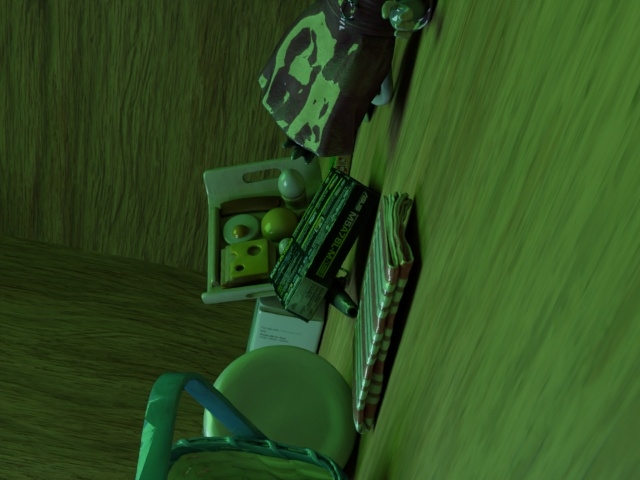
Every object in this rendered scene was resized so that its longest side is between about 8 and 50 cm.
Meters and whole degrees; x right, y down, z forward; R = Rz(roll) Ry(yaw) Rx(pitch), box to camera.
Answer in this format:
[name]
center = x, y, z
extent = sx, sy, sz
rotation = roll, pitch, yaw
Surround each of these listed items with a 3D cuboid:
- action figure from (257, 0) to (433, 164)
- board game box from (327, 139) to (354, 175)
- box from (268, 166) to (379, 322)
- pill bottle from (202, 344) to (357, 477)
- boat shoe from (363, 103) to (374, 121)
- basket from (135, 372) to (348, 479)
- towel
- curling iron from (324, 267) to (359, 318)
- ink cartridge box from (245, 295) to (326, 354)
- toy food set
[action figure]
center = 0.064, -0.270, 1.152
extent = 0.275, 0.248, 0.370
rotation = -18, -33, -45
[board game box]
center = 0.041, -0.177, 1.847
extent = 0.124, 0.039, 0.259
rotation = 116, 167, -72
[box]
center = 0.000, 0.000, 1.315
extent = 0.191, 0.045, 0.184
rotation = -61, 11, 4
[pill bottle]
center = -0.054, 0.222, 1.116
extent = 0.278, 0.162, 0.162
rotation = 111, 169, -70
[boat shoe]
center = 0.067, -0.222, 1.549
extent = 0.042, 0.049, 0.133
rotation = -52, -6, -5
[basket]
center = -0.076, 0.262, 0.775
extent = 0.289, 0.201, 0.255
rotation = 46, -133, -55
[towel]
center = 0.058, 0.068, 0.929
extent = 0.144, 0.029, 0.197
rotation = -86, 5, -61
[curling iron]
center = 0.021, 0.062, 1.328
extent = 0.274, 0.068, 0.035
rotation = -137, 60, -80
[ink cartridge box]
center = -0.070, 0.179, 1.807
extent = 0.211, 0.121, 0.289
rotation = -84, 7, -54
[toy food set]
center = -0.099, -0.025, 1.714
extent = 0.092, 0.219, 0.306
rotation = 78, -175, -46
